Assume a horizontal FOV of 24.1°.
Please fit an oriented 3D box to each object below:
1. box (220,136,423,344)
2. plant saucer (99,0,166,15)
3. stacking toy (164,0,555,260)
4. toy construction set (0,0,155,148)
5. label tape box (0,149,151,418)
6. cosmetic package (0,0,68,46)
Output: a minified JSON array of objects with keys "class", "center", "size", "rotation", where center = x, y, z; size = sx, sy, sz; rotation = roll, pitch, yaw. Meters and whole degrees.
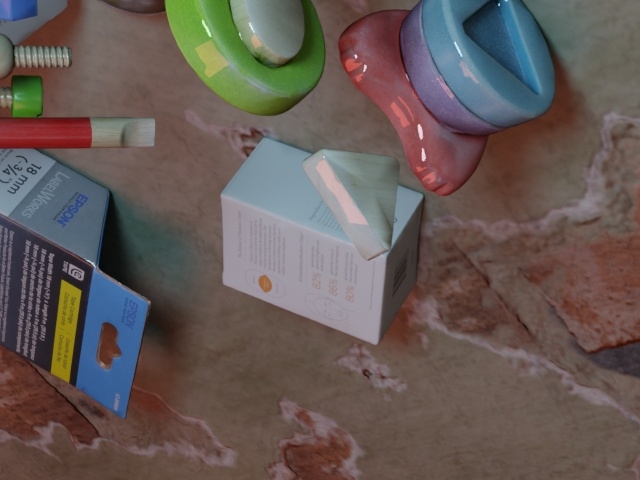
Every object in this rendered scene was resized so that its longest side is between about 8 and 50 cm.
[{"class":"box","center":[0.000,0.000,1.421],"size":[0.170,0.091,0.130],"rotation":[22,140,16]},{"class":"plant saucer","center":[-0.176,-0.275,1.313],"size":[0.168,0.029,0.168],"rotation":[20,140,17]},{"class":"stacking toy","center":[0.048,-0.167,1.076],"size":[0.130,0.279,0.309],"rotation":[-29,110,37]},{"class":"toy construction set","center":[-0.148,-0.223,1.132],"size":[0.237,0.309,0.257],"rotation":[0,-176,-15]},{"class":"label tape box","center":[-0.319,0.023,1.666],"size":[0.333,0.106,0.241],"rotation":[29,141,7]},{"class":"cosmetic package","center":[-0.443,-0.285,1.329],"size":[0.385,0.217,0.156],"rotation":[29,143,19]}]
